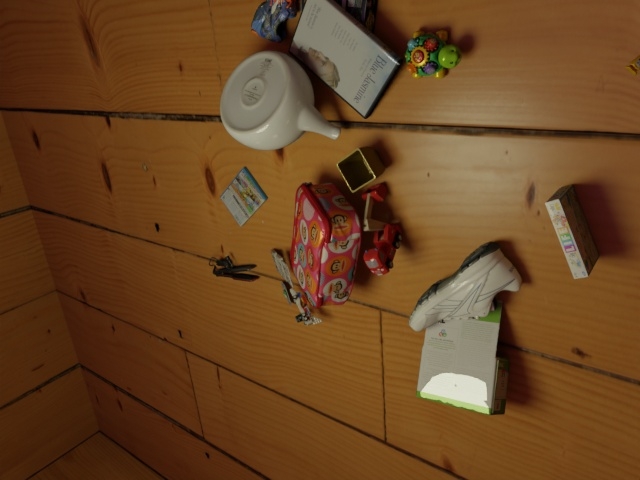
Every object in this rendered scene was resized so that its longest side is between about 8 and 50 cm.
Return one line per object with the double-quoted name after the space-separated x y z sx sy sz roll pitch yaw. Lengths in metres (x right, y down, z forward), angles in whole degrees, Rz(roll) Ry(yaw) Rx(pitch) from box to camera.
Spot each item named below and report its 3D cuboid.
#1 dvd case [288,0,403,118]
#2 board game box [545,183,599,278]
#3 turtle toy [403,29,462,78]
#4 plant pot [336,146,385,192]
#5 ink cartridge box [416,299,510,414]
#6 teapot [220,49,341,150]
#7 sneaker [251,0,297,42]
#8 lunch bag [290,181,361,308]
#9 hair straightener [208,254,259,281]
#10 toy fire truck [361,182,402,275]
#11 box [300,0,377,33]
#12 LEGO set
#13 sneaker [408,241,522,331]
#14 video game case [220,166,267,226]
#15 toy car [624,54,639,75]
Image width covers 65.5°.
0.047 -0.410 1.105 0.253 0.022 0.180 42 146 5 "dvd case"
0.475 -0.019 0.935 0.026 0.103 0.154 -18 98 43 "board game box"
0.223 -0.372 1.000 0.130 0.066 0.095 14 119 34 "turtle toy"
0.105 -0.175 1.180 0.082 0.083 0.081 -30 90 43 "plant pot"
0.349 0.268 1.194 0.189 0.097 0.255 2 77 40 "ink cartridge box"
-0.112 -0.326 1.230 0.253 0.187 0.255 -26 66 25 "teapot"
-0.084 -0.566 1.167 0.087 0.083 0.221 37 136 4 "sneaker"
0.000 0.000 1.290 0.258 0.120 0.293 -121 31 -49 "lunch bag"
-0.301 0.085 1.675 0.231 0.047 0.088 5 113 43 "hair straightener"
0.137 -0.027 1.187 0.047 0.192 0.135 -16 128 42 "toy fire truck"
0.041 -0.557 1.073 0.175 0.051 0.220 22 123 30 "box"
-0.073 0.150 1.489 0.182 0.060 0.244 -148 39 -68 "LEGO set"
0.318 0.135 1.127 0.129 0.111 0.297 46 126 3 "sneaker"
-0.239 -0.132 1.533 0.119 0.015 0.166 55 134 6 "video game case"
0.556 -0.262 0.788 0.122 0.060 0.040 41 99 9 "toy car"
